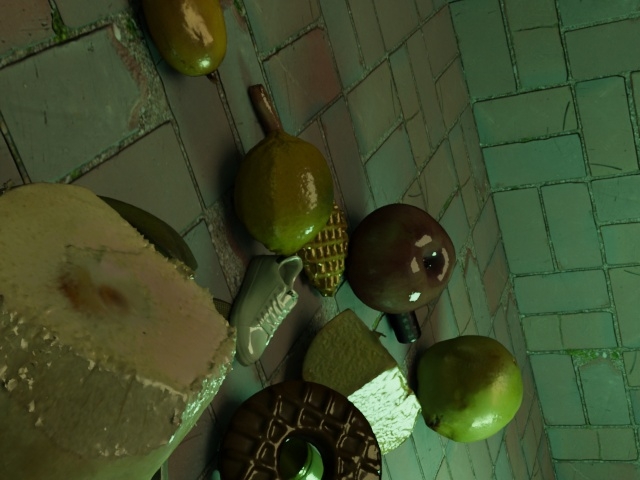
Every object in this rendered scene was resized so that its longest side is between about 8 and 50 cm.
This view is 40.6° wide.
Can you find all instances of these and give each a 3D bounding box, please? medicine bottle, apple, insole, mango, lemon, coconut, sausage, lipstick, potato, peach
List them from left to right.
[{"bbox_3d":[-0.338,0.162,1.015,0.405,0.405,0.404,25,62,-60],"label":"coconut"},{"bbox_3d":[-0.277,0.036,1.257,0.112,0.255,0.269,-56,133,-52],"label":"potato"},{"bbox_3d":[-0.257,-0.435,1.581,0.176,0.119,0.316,-32,104,-59],"label":"mango"},{"bbox_3d":[-0.175,0.163,1.719,0.253,0.005,0.086,20,67,-62],"label":"insole"},{"bbox_3d":[-0.109,-0.261,1.916,0.186,0.043,0.043,65,31,-31],"label":"sausage"},{"bbox_3d":[-0.074,-0.096,1.759,0.204,0.204,0.260,-15,106,-64],"label":"lemon"},{"bbox_3d":[-0.035,0.494,1.798,0.239,0.124,0.124,58,36,-40],"label":"medicine bottle"},{"bbox_3d":[0.097,0.340,1.963,0.309,0.252,0.314,68,29,-52],"label":"apple"},{"bbox_3d":[0.206,0.148,2.415,0.081,0.081,0.299,-47,120,-57],"label":"lipstick"},{"bbox_3d":[0.209,0.046,2.224,0.306,0.235,0.305,0,89,-43],"label":"apple"},{"bbox_3d":[0.444,0.448,2.597,0.281,0.314,0.315,79,24,-46],"label":"peach"}]

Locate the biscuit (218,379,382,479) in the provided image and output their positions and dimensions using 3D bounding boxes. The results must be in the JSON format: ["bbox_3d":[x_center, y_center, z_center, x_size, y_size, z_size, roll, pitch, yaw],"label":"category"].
[{"bbox_3d":[-0.037,0.422,1.646,0.103,0.332,0.331,128,-27,-60],"label":"biscuit"}]

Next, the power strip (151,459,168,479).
[{"bbox_3d":[-0.272,0.387,1.417,0.019,0.051,0.136,13,73,-58],"label":"power strip"}]

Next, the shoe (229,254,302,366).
[{"bbox_3d":[-0.104,0.128,1.745,0.095,0.110,0.264,55,32,-43],"label":"shoe"}]

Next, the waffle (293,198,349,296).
[{"bbox_3d":[0.002,0.000,2.070,0.245,0.052,0.254,60,35,-37],"label":"waffle"}]
